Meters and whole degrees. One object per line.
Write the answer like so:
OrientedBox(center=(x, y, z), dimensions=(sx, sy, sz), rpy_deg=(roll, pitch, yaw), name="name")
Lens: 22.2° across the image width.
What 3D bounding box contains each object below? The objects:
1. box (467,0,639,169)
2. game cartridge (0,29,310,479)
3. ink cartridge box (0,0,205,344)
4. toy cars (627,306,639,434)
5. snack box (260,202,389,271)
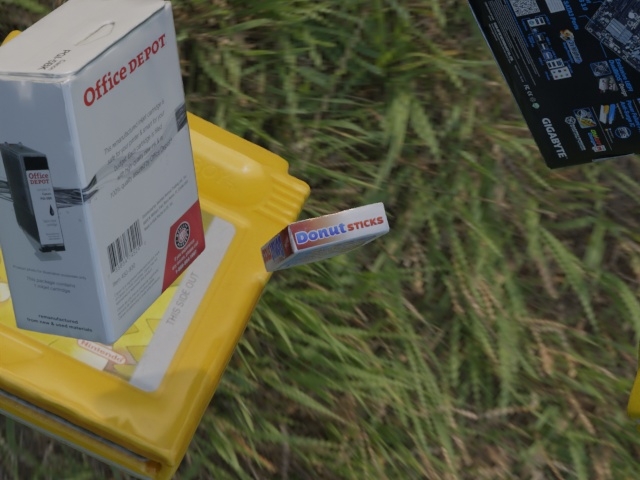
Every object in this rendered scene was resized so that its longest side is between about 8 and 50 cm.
OrientedBox(center=(0.193, -0.149, 1.038), dimensions=(0.175, 0.051, 0.220), rpy_deg=(-10, 132, 27), name="box")
OrientedBox(center=(-0.182, 0.000, 1.254), dimensions=(0.285, 0.052, 0.323), rpy_deg=(25, 49, -1), name="game cartridge")
OrientedBox(center=(-0.106, -0.036, 0.765), dimensions=(0.056, 0.099, 0.135), rpy_deg=(7, 121, 23), name="ink cartridge box")
OrientedBox(center=(0.388, 0.011, 1.321), dimensions=(0.394, 0.176, 0.087), rpy_deg=(-40, 119, 20), name="toy cars")
OrientedBox(center=(0.000, 0.000, 1.114), dimensions=(0.064, 0.178, 0.022), rpy_deg=(-13, 87, -9), name="snack box")
